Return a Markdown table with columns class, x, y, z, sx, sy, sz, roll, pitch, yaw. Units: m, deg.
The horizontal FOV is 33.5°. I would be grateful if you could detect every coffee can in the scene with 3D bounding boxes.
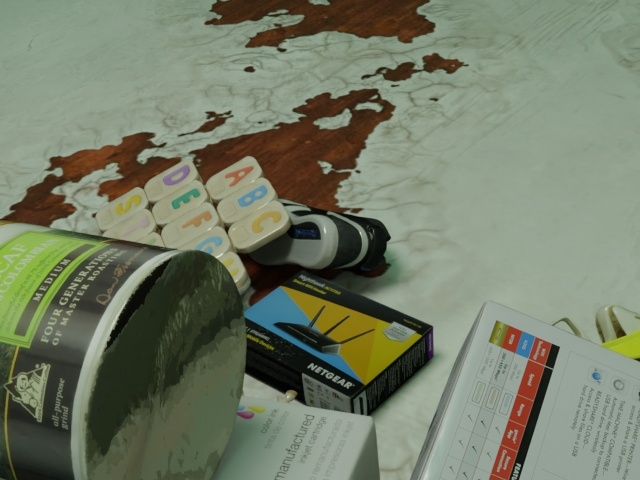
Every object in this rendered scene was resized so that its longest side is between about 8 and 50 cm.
| class | x | y | z | sx | sy | sz | roll | pitch | yaw |
| --- | --- | --- | --- | --- | --- | --- | --- | --- | --- |
| coffee can | -0.221 | 0.085 | 0.776 | 0.275 | 0.201 | 0.201 | 9 | 36 | 23 |

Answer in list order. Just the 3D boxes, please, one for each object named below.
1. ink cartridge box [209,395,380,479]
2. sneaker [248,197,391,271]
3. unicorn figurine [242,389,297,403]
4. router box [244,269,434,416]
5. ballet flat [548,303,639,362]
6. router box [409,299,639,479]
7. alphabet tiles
| class | x | y | z | sx | sy | sz | roll | pitch | yaw |
| --- | --- | --- | --- | --- | --- | --- | --- | --- | --- |
| ink cartridge box | -0.126 | 0.231 | 0.840 | 0.306 | 0.131 | 0.226 | 7 | 35 | 17 |
| sneaker | 0.000 | 0.000 | 1.234 | 0.121 | 0.079 | 0.217 | 7 | 7 | -31 |
| unicorn figurine | -0.045 | 0.184 | 0.973 | 0.162 | 0.060 | 0.111 | -16 | 32 | 14 |
| router box | 0.006 | 0.105 | 1.083 | 0.179 | 0.046 | 0.133 | 22 | 42 | 35 |
| ballet flat | 0.261 | 0.103 | 1.005 | 0.231 | 0.077 | 0.077 | -15 | 76 | -10 |
| router box | 0.184 | 0.239 | 0.662 | 0.301 | 0.082 | 0.335 | 23 | 56 | 7 |
| alphabet tiles | -0.176 | 0.006 | 1.209 | 0.278 | 0.021 | 0.284 | -29 | 36 | -2 |
